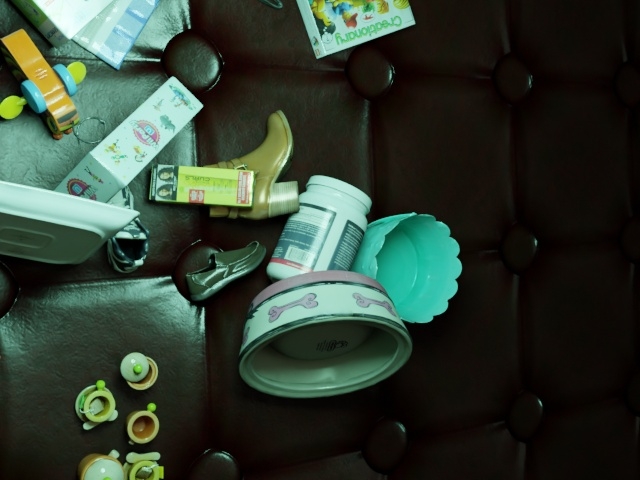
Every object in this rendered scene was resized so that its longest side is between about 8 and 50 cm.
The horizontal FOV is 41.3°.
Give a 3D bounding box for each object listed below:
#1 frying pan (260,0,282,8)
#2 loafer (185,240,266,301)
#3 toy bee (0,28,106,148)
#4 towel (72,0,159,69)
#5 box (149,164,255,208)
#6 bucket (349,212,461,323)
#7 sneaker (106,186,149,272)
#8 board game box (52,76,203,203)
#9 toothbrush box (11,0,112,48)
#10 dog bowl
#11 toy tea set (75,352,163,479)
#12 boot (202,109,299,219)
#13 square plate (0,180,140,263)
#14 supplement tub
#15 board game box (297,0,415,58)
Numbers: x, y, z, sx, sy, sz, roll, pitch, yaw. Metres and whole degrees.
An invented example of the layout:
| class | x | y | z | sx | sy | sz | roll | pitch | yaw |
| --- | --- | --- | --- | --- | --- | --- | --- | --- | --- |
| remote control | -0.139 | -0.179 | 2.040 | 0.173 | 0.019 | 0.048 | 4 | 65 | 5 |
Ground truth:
| class | x | y | z | sx | sy | sz | roll | pitch | yaw |
| --- | --- | --- | --- | --- | --- | --- | --- | --- | --- |
| frying pan | -0.247 | -0.627 | 2.017 | 0.326 | 0.053 | 0.197 | 46 | 70 | -18 |
| loafer | -0.224 | 0.059 | 2.009 | 0.220 | 0.080 | 0.078 | -35 | 107 | -25 |
| toy bee | -0.576 | -0.286 | 1.789 | 0.195 | 0.162 | 0.299 | -13 | 72 | -21 |
| towel | -0.514 | -0.542 | 1.871 | 0.285 | 0.034 | 0.209 | 35 | 75 | -25 |
| box | -0.267 | -0.122 | 1.936 | 0.232 | 0.058 | 0.088 | 5 | 87 | 1 |
| bucket | 0.204 | 0.070 | 2.194 | 0.281 | 0.183 | 0.281 | 0 | 89 | -30 |
| sneaker | -0.428 | -0.044 | 1.852 | 0.094 | 0.153 | 0.235 | -7 | 93 | -30 |
| board game box | -0.405 | -0.184 | 1.762 | 0.097 | 0.224 | 0.303 | 45 | 45 | -14 |
| toothbrush box | -0.562 | -0.578 | 1.755 | 0.206 | 0.122 | 0.283 | -49 | 114 | -20 |
| dog bowl | 0.004 | 0.218 | 1.981 | 0.407 | 0.408 | 0.151 | 13 | 50 | -29 |
| toy tea set | -0.434 | 0.417 | 1.866 | 0.199 | 0.124 | 0.336 | -2 | 91 | -29 |
| boot | -0.172 | -0.179 | 2.038 | 0.220 | 0.109 | 0.284 | -5 | 73 | -4 |
| square plate | -0.575 | -0.024 | 1.661 | 0.347 | 0.344 | 0.049 | 13 | 67 | -29 |
| supplement tub | 0.000 | 0.000 | 2.072 | 0.191 | 0.191 | 0.272 | 29 | 77 | -26 |
| board game box | 0.091 | -0.610 | 2.201 | 0.305 | 0.053 | 0.193 | -26 | 103 | -27 |
